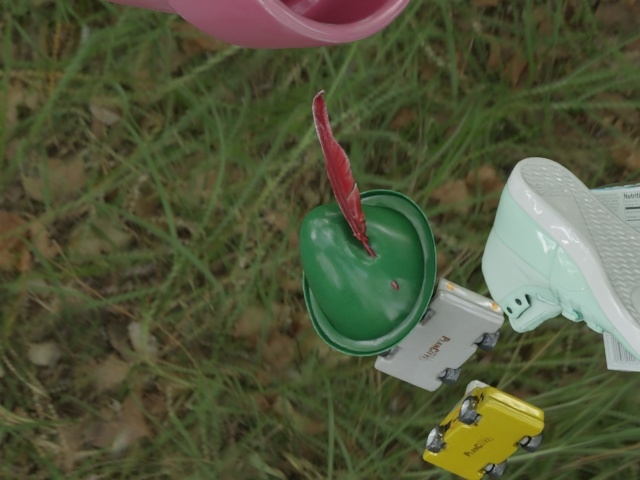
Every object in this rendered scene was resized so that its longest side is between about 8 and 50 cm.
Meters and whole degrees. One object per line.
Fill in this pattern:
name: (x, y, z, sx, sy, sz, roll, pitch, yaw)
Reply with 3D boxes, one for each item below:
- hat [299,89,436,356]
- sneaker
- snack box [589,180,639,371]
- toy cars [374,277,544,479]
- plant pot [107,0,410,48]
hat: (0.000, 0.000, 1.328, 0.173, 0.183, 0.209, -22, 63, 30)
sneaker: (0.250, 0.057, 1.222, 0.094, 0.151, 0.256, -16, 54, -30)
snack box: (0.391, 0.032, 1.207, 0.060, 0.322, 0.187, -12, 96, -36)
toy cars: (0.171, 0.156, 1.549, 0.176, 0.394, 0.087, -1, 50, 24)
plant pot: (-0.065, -0.186, 0.600, 0.180, 0.201, 0.201, 2, 75, 37)
